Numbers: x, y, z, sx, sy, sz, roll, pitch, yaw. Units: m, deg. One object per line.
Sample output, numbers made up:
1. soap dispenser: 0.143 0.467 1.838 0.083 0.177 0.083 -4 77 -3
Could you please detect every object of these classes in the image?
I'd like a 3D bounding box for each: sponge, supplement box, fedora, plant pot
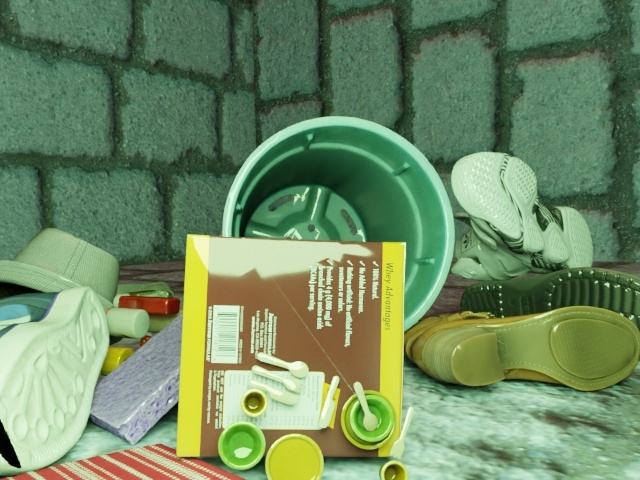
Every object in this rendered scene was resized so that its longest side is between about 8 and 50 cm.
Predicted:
1. sponge: -0.169 0.136 0.742 0.117 0.031 0.210 -1 34 47
2. supplement box: -0.029 0.095 0.621 0.194 0.191 0.129 2 -5 -7
3. fedora: -0.413 0.068 1.043 0.244 0.124 0.275 23 -30 -12
4. plant pot: 0.000 0.000 1.094 0.341 0.341 0.334 -2 -4 -11

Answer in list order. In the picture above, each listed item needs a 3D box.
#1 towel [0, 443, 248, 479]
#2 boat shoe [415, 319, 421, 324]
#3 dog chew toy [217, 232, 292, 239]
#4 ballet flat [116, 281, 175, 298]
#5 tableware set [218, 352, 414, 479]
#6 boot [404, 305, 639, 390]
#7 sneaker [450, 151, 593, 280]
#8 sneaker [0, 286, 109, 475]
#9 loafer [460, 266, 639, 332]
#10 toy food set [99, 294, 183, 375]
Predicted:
1. towel: -0.192 0.199 0.448 0.275 0.031 0.199 -1 0 -41
2. boat shoe: 0.160 0.156 1.156 0.040 0.049 0.142 17 1 -10
3. dog chew toy: -0.093 0.076 1.509 0.332 0.206 0.206 7 0 -15
4. ballet flat: -0.451 0.142 1.577 0.213 0.072 0.068 -7 36 -44
5. tableware set: 0.000 0.160 0.531 0.154 0.104 0.024 22 -18 -4
6. boot: 0.259 0.144 0.892 0.284 0.109 0.220 -9 0 -11
7. sneaker: 0.280 -0.019 1.076 0.366 0.137 0.210 25 -27 -39
8. sneaker: -0.369 0.153 0.670 0.236 0.130 0.323 -14 17 -1
9. loafer: 0.406 0.106 1.060 0.130 0.133 0.366 0 0 -40
10. toy food set: -0.266 0.137 0.938 0.105 0.111 0.232 2 1 18
